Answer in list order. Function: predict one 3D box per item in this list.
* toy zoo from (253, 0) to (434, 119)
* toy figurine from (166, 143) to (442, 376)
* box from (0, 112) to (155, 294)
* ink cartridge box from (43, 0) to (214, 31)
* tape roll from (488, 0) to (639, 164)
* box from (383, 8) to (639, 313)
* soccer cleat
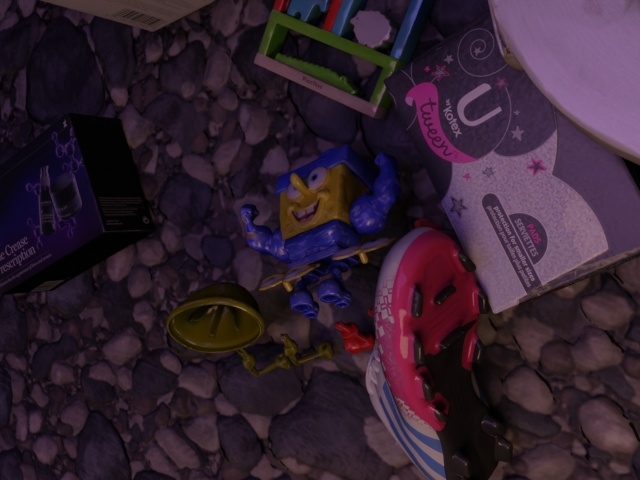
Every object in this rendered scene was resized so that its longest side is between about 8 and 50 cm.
[{"bbox_3d":[0.048,-0.309,0.818,0.192,0.030,0.293,30,108,28],"label":"toy zoo"},{"bbox_3d":[0.000,0.000,0.835,0.363,0.191,0.217,-23,51,35],"label":"toy figurine"},{"bbox_3d":[-0.392,-0.048,1.074,0.261,0.103,0.184,-26,76,31],"label":"box"},{"bbox_3d":[-0.220,-0.337,0.843,0.239,0.275,0.060,-14,85,32],"label":"ink cartridge box"},{"bbox_3d":[0.309,-0.229,0.493,0.392,0.072,0.391,0,91,26],"label":"tape roll"},{"bbox_3d":[0.195,-0.078,0.670,0.163,0.142,0.247,-30,77,30],"label":"box"},{"bbox_3d":[0.087,0.122,0.694,0.143,0.116,0.331,21,140,44],"label":"soccer cleat"}]
